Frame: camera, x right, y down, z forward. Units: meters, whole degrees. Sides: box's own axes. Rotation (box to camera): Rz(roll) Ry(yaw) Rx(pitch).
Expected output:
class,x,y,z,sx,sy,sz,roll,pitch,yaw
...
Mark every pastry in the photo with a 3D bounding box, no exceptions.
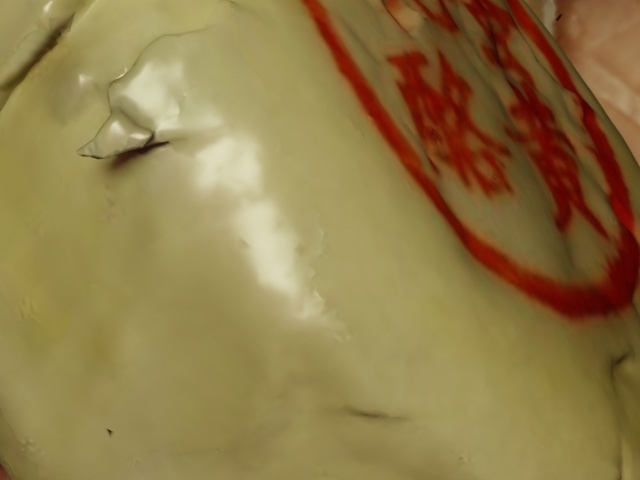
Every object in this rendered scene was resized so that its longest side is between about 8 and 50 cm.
class,x,y,z,sx,sy,sz,roll,pitch,yaw
pastry,0.001,0.000,0.526,0.133,0.265,0.265,-33,84,25
